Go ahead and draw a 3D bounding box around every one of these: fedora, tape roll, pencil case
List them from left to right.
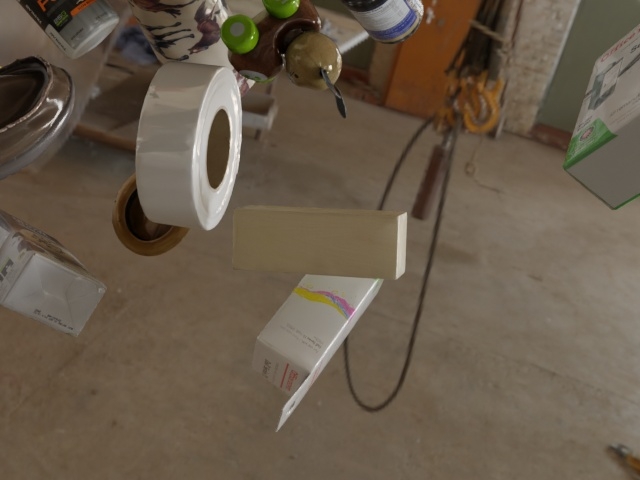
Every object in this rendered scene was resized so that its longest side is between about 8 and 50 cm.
[{"bbox_3d":[-0.337,-0.059,1.855,0.194,0.194,0.079,21,0,14],"label":"fedora"},{"bbox_3d":[-0.257,-0.399,1.586,0.184,0.410,0.159,-15,57,7],"label":"pencil case"},{"bbox_3d":[-0.219,-0.162,1.530,0.100,0.286,0.286,7,20,9],"label":"tape roll"}]

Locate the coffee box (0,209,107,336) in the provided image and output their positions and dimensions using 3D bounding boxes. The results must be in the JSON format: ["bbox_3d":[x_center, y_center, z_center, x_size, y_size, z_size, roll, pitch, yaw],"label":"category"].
[{"bbox_3d":[-0.566,0.057,1.745,0.168,0.118,0.297,33,-2,-40],"label":"coffee box"}]

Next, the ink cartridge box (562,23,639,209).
[{"bbox_3d":[0.509,-0.219,1.366,0.122,0.211,0.289,36,52,-11],"label":"ink cartridge box"}]

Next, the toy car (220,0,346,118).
[{"bbox_3d":[-0.030,-0.254,1.291,0.188,0.149,0.155,50,2,14],"label":"toy car"}]

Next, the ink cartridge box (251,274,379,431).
[{"bbox_3d":[-0.018,0.161,1.635,0.119,0.207,0.353,34,66,8],"label":"ink cartridge box"}]

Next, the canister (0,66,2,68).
[{"bbox_3d":[-0.553,-0.206,1.370,0.170,0.126,0.073,1,-12,43],"label":"canister"}]

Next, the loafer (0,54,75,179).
[{"bbox_3d":[-0.461,-0.124,1.039,0.366,0.130,0.134,-33,52,-17],"label":"loafer"}]

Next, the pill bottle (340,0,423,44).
[{"bbox_3d":[0.100,-0.464,1.647,0.123,0.122,0.219,29,-1,31],"label":"pill bottle"}]

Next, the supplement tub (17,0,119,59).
[{"bbox_3d":[-0.443,-0.412,1.502,0.190,0.117,0.117,49,19,-10],"label":"supplement tub"}]

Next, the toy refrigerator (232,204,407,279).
[{"bbox_3d":[0.000,0.000,1.441,0.270,0.102,0.094,2,7,14],"label":"toy refrigerator"}]
